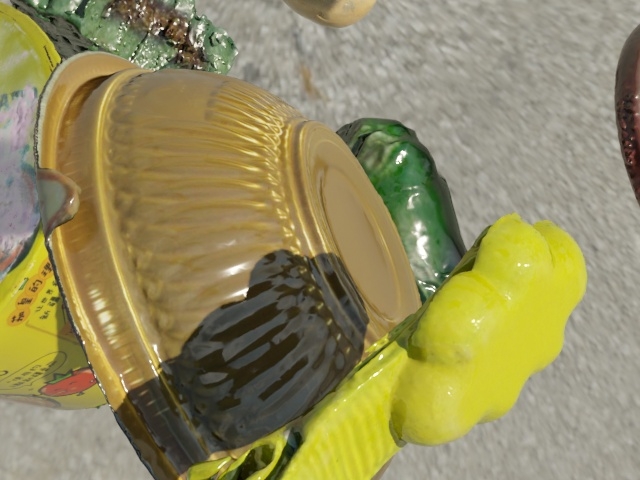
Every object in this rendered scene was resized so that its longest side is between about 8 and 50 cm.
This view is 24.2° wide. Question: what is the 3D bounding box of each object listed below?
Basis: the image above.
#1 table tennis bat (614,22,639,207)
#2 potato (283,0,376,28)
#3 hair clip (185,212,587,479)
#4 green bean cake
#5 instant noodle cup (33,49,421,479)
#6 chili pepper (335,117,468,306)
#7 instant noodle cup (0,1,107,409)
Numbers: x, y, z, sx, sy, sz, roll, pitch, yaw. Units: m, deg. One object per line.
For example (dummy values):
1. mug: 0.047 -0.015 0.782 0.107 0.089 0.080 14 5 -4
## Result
1. table tennis bat: 0.390 -0.037 1.346 0.051 0.268 0.414 -18 134 43
2. potato: -0.001 -0.296 1.618 0.112 0.112 0.147 -45 82 8
3. hair clip: 0.032 0.050 0.531 0.173 0.046 0.072 -34 136 -22
4. green bean cake: -0.186 -0.205 1.399 0.193 0.208 0.107 27 80 6
5. instant noodle cup: -0.018 0.017 0.696 0.090 0.274 0.274 -24 103 18
6. chili pepper: -0.008 0.002 1.025 0.116 0.264 0.148 -18 95 -25
7. instant noodle cup: -0.265 -0.005 1.247 0.325 0.254 0.326 -11 65 26
